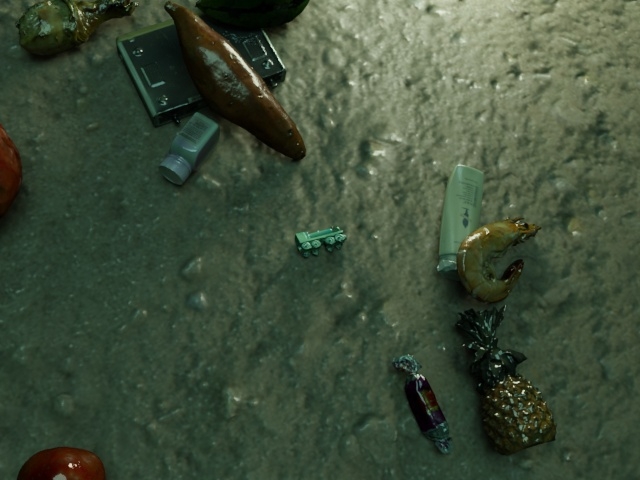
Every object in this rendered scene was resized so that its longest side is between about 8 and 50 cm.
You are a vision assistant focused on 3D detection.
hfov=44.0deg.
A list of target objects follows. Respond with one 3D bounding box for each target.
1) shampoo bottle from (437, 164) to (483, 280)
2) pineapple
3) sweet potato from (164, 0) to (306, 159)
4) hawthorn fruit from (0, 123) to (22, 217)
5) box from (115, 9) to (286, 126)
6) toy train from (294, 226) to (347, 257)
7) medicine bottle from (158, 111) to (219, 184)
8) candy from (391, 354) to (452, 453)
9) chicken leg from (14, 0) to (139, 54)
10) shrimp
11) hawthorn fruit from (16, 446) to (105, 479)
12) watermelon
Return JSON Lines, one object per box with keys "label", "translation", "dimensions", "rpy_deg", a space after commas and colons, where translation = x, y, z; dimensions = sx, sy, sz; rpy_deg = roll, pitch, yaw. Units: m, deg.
{"label": "shampoo bottle", "translation": [0.254, -0.033, 1.434], "dimensions": [0.072, 0.049, 0.212], "rpy_deg": [16, 67, -17]}
{"label": "pineapple", "translation": [0.294, 0.225, 1.309], "dimensions": [0.125, 0.125, 0.251], "rpy_deg": [-11, 65, -13]}
{"label": "sweet potato", "translation": [-0.158, -0.270, 1.390], "dimensions": [0.112, 0.112, 0.359], "rpy_deg": [-42, 99, -21]}
{"label": "hawthorn fruit", "translation": [-0.593, -0.137, 1.221], "dimensions": [0.242, 0.271, 0.241], "rpy_deg": [4, 58, -6]}
{"label": "box", "translation": [-0.220, -0.336, 1.481], "dimensions": [0.270, 0.045, 0.210], "rpy_deg": [-22, 72, -17]}
{"label": "toy train", "translation": [0.000, 0.000, 1.393], "dimensions": [0.092, 0.029, 0.045], "rpy_deg": [-15, 56, -18]}
{"label": "medicine bottle", "translation": [-0.230, -0.157, 1.392], "dimensions": [0.055, 0.074, 0.118], "rpy_deg": [31, 68, 3]}
{"label": "candy", "translation": [0.170, 0.270, 1.306], "dimensions": [0.045, 0.043, 0.175], "rpy_deg": [-20, 77, -18]}
{"label": "chicken leg", "translation": [-0.451, -0.414, 1.453], "dimensions": [0.228, 0.088, 0.103], "rpy_deg": [-33, 64, -16]}
{"label": "shrimp", "translation": [0.322, 0.030, 1.404], "dimensions": [0.236, 0.053, 0.133], "rpy_deg": [-27, 90, -40]}
{"label": "hawthorn fruit", "translation": [-0.373, 0.360, 1.130], "dimensions": [0.133, 0.138, 0.132], "rpy_deg": [4, 70, -10]}
{"label": "watermelon", "translation": [-0.098, -0.490, 1.521], "dimensions": [0.129, 0.123, 0.301], "rpy_deg": [29, 50, 31]}
